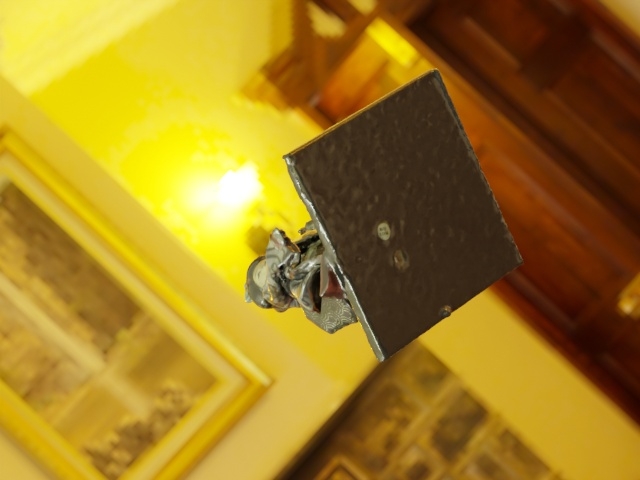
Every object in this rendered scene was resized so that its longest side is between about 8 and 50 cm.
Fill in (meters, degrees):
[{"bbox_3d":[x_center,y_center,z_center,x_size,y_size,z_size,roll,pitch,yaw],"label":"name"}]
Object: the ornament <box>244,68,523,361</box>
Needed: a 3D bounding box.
[{"bbox_3d":[0.000,0.000,1.265,0.166,0.153,0.196,-31,9,-38],"label":"ornament"}]
